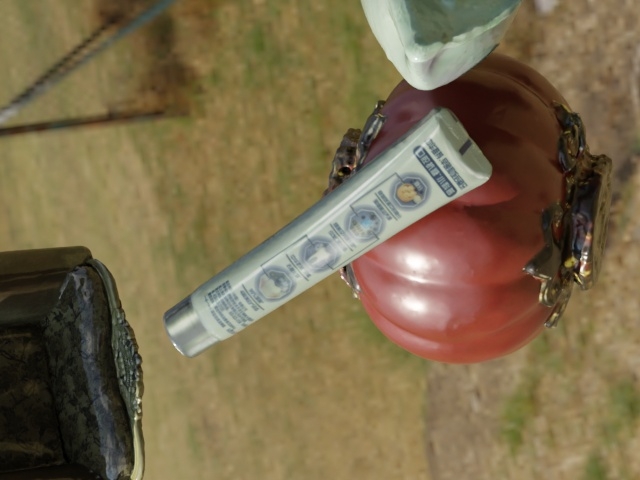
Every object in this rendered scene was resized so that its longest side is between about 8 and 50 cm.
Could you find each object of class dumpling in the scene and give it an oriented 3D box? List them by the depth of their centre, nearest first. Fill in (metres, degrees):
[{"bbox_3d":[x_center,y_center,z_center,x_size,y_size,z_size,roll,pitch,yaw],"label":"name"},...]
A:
[{"bbox_3d":[0.087,-0.181,1.068,0.149,0.105,0.217,-43,25,25],"label":"dumpling"}]

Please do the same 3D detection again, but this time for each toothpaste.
[{"bbox_3d":[0.000,0.000,1.083,0.062,0.239,0.039,50,-164,-22],"label":"toothpaste"}]

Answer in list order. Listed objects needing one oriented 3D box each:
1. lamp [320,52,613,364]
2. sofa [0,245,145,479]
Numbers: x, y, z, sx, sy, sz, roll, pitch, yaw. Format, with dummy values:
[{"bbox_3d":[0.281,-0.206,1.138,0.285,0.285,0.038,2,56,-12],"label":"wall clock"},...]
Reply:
[{"bbox_3d":[0.100,-0.023,1.195,0.227,0.226,0.227,170,90,-70],"label":"lamp"},{"bbox_3d":[-0.282,0.138,1.494,0.182,0.200,0.258,-34,64,60],"label":"sofa"}]
